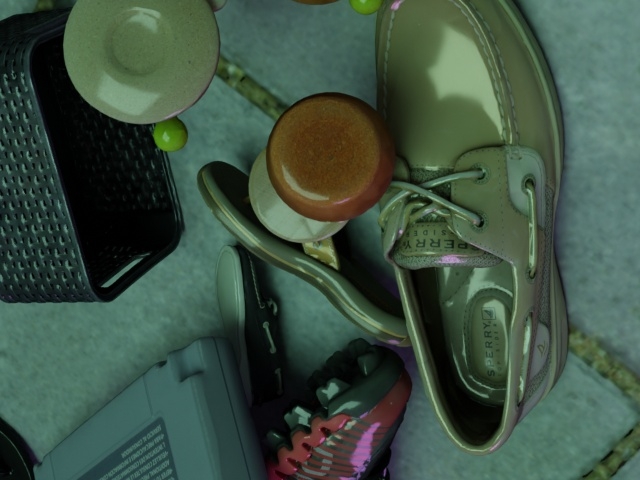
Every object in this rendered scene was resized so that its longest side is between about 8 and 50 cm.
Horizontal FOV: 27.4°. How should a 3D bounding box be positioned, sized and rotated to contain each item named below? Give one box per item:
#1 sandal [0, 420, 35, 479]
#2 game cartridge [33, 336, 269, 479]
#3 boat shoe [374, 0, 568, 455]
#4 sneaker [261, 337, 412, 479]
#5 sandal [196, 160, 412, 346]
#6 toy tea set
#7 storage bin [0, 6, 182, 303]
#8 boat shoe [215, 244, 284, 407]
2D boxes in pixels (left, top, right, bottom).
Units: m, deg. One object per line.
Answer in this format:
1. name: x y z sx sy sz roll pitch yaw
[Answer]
1. sandal: -0.305 0.156 1.095 0.067 0.040 0.179 -35 96 34
2. game cartridge: -0.122 0.212 0.941 0.294 0.060 0.196 -39 56 48
3. boat shoe: 0.085 -0.016 0.786 0.109 0.098 0.302 0 113 26
4. sneaker: 0.007 0.184 0.922 0.135 0.097 0.276 37 126 6
5. sandal: 0.000 0.000 0.858 0.180 0.072 0.049 37 109 4
6. toy tea set: -0.051 -0.163 0.758 0.200 0.124 0.336 -5 90 3
7. storage bin: -0.173 -0.058 0.878 0.084 0.122 0.180 -1 113 26
8. boat shoe: -0.048 0.060 0.925 0.046 0.038 0.125 -149 50 -62
